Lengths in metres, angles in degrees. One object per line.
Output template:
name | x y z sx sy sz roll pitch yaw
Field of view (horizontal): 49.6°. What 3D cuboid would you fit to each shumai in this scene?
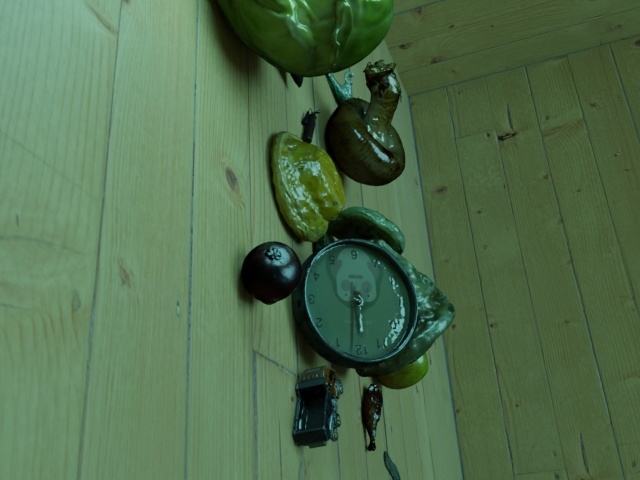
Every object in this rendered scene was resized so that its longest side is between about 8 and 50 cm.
shumai | 0.158 0.160 1.908 0.323 0.324 0.397 56 1 -11

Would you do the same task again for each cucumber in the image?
cucumber | 0.000 0.000 1.902 0.037 0.037 0.155 62 21 -43

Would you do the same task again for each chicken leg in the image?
chicken leg | 0.154 0.507 2.030 0.219 0.048 0.089 -80 150 -52

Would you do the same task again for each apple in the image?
apple | 0.257 0.385 2.237 0.196 0.196 0.195 -12 90 -74

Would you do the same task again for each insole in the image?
insole | 0.230 0.733 2.196 0.065 0.006 0.193 -83 155 -47

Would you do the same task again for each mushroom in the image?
mushroom | 0.182 -0.370 2.276 0.334 0.356 0.331 44 7 -7

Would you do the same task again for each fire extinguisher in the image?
fire extinguisher | -0.035 -0.346 2.050 0.049 0.035 0.173 29 37 -16

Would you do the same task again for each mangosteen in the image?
mangosteen | -0.099 0.072 1.396 0.140 0.140 0.140 -12 90 -74

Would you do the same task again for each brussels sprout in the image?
brussels sprout | -0.046 -0.554 1.607 0.425 0.342 0.361 39 -22 25

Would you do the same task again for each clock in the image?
clock | 0.089 0.148 1.672 0.066 0.319 0.318 143 -57 -60

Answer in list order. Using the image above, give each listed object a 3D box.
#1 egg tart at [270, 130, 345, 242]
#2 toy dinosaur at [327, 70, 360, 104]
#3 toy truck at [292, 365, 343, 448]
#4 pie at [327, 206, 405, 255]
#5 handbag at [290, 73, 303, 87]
egg tart | -0.020 -0.147 1.781 0.319 0.128 0.318 -15 90 -73
toy dinosaur | 0.079 -0.578 2.506 0.383 0.076 0.129 57 46 -34
toy truck | -0.006 0.370 1.534 0.192 0.083 0.092 -81 149 -48
pie | 0.134 -0.011 2.017 0.054 0.241 0.240 -62 142 -32
handbag | -0.093 -0.588 1.924 0.211 0.089 0.254 62 21 -58
